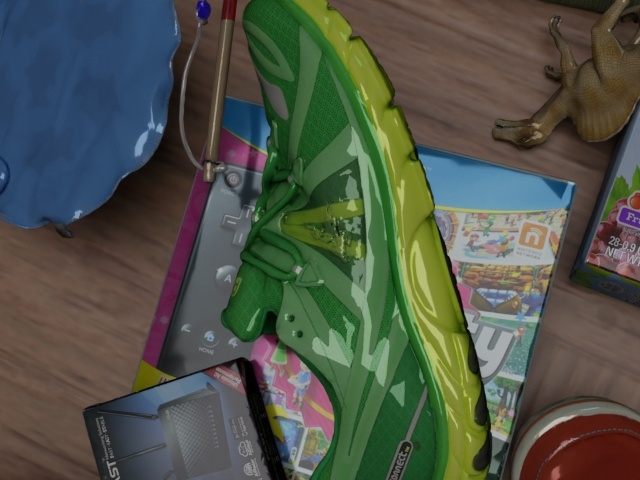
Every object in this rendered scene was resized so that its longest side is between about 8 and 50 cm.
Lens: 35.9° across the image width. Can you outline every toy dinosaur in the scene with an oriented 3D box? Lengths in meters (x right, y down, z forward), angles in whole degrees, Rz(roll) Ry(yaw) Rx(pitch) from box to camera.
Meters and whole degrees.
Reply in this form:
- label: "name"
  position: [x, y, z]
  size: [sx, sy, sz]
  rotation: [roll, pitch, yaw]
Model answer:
- label: "toy dinosaur"
  position: [0.179, -0.106, 0.595]
  size: [0.053, 0.183, 0.092]
  rotation: [15, 71, -25]

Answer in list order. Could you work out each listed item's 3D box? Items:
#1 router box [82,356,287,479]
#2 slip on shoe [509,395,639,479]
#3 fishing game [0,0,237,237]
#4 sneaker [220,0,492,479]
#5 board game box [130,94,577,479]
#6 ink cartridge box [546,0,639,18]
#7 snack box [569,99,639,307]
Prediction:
- label: "router box"
  position: [-0.067, 0.135, 0.540]
  size: [0.092, 0.038, 0.122]
  rotation: [-19, 80, 6]
- label: "slip on shoe"
  position: [0.206, 0.237, 0.530]
  size: [0.123, 0.101, 0.331]
  rotation: [-24, 84, -1]
- label: "fishing game"
  position: [-0.154, -0.094, 0.611]
  size: [0.264, 0.041, 0.189]
  rotation: [1, 80, 31]
- label: "sneaker"
  position: [0.000, 0.000, 0.513]
  size: [0.124, 0.109, 0.295]
  rotation: [-16, 80, 4]
- label: "board game box"
  position: [0.006, 0.088, 0.604]
  size: [0.224, 0.097, 0.303]
  rotation: [15, 84, 9]
- label: "ink cartridge box"
  position: [0.163, -0.246, 0.649]
  size: [0.235, 0.056, 0.171]
  rotation: [14, 84, 12]
- label: "snack box"
  position: [0.279, -0.023, 0.591]
  size: [0.207, 0.070, 0.174]
  rotation: [22, 80, 8]
